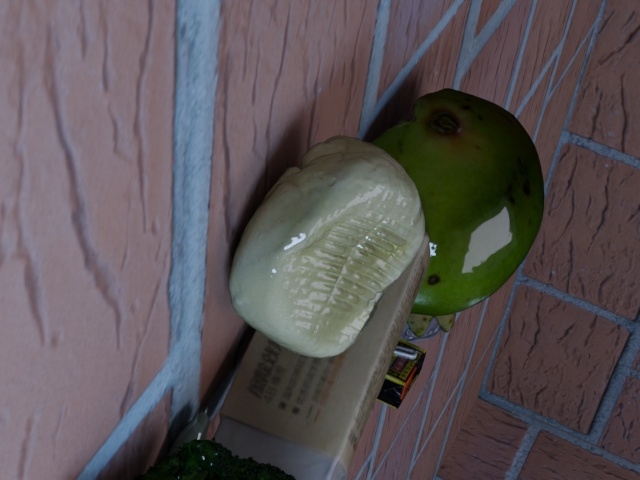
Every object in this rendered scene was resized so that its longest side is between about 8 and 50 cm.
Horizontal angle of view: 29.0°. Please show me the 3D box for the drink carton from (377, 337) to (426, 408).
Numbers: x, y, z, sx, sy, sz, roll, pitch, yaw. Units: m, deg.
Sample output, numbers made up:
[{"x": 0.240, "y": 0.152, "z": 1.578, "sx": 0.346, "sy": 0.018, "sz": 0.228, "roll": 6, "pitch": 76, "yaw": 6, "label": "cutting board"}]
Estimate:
[{"x": 0.038, "y": 0.132, "z": 1.491, "sx": 0.071, "sy": 0.165, "sz": 0.056, "roll": -53, "pitch": 160, "yaw": -44, "label": "drink carton"}]

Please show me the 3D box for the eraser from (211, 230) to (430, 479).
[{"x": -0.001, "y": 0.129, "z": 1.343, "sx": 0.078, "sy": 0.144, "sz": 0.343, "roll": 75, "pitch": 37, "yaw": -64, "label": "eraser"}]

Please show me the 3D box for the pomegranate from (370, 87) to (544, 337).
[{"x": 0.167, "y": -0.010, "z": 1.575, "sx": 0.310, "sy": 0.216, "sz": 0.359, "roll": -48, "pitch": 148, "yaw": -38, "label": "pomegranate"}]

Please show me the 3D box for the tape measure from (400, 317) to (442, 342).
[{"x": 0.188, "y": 0.057, "z": 2.011, "sx": 0.236, "sy": 0.120, "sz": 0.197, "roll": -64, "pitch": 168, "yaw": 9, "label": "tape measure"}]

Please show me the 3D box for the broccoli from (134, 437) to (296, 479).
[{"x": -0.129, "y": 0.309, "z": 1.102, "sx": 0.297, "sy": 0.297, "sz": 0.298, "roll": 28, "pitch": 84, "yaw": -37, "label": "broccoli"}]

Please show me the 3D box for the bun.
[{"x": 0.000, "y": 0.000, "z": 1.233, "sx": 0.229, "sy": 0.145, "sz": 0.229, "roll": -23, "pitch": 136, "yaw": -24, "label": "bun"}]

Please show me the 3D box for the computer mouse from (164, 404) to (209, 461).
[{"x": -0.140, "y": 0.218, "z": 1.263, "sx": 0.056, "sy": 0.032, "sz": 0.110, "roll": -17, "pitch": 123, "yaw": -86, "label": "computer mouse"}]

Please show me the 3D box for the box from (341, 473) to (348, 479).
[{"x": -0.028, "y": 0.270, "z": 1.582, "sx": 0.194, "sy": 0.111, "sz": 0.260, "roll": -49, "pitch": 156, "yaw": -50, "label": "box"}]
